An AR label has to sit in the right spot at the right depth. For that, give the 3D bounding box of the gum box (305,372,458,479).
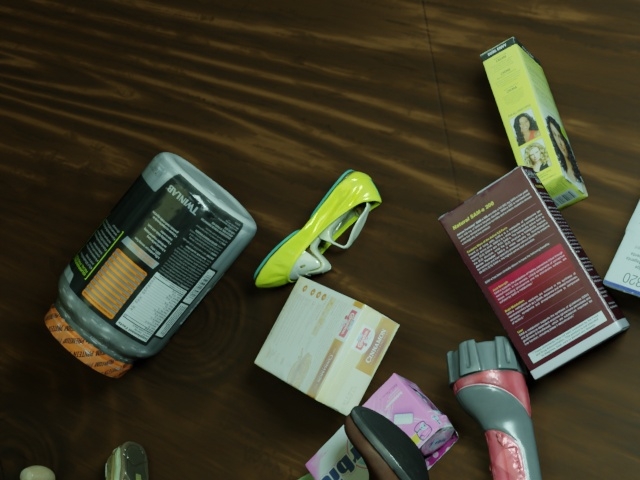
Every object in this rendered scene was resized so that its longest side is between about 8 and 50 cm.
[{"bbox_3d":[0.084,0.275,1.821,0.188,0.062,0.107,-47,52,9],"label":"gum box"}]

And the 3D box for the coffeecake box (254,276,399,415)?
[{"bbox_3d":[0.006,0.143,1.891,0.185,0.068,0.142,22,82,59],"label":"coffeecake box"}]

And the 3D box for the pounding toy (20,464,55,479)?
[{"bbox_3d":[-0.455,0.458,2.053,0.155,0.154,0.269,-15,63,29],"label":"pounding toy"}]

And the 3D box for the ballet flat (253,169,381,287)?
[{"bbox_3d":[0.000,0.000,1.994,0.231,0.077,0.077,-48,69,6],"label":"ballet flat"}]

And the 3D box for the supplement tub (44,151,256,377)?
[{"bbox_3d":[-0.260,0.041,2.073,0.316,0.193,0.193,-50,52,6],"label":"supplement tub"}]

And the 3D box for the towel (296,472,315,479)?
[{"bbox_3d":[-0.045,0.399,1.888,0.152,0.023,0.113,-33,58,16],"label":"towel"}]

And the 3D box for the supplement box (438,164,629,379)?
[{"bbox_3d":[0.268,0.039,1.737,0.130,0.073,0.239,-33,79,18],"label":"supplement box"}]

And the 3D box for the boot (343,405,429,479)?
[{"bbox_3d":[0.033,0.381,1.754,0.280,0.096,0.264,-37,92,18],"label":"boot"}]

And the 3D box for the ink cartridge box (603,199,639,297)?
[{"bbox_3d":[0.539,-0.043,1.624,0.324,0.071,0.330,22,86,46],"label":"ink cartridge box"}]

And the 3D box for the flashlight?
[{"bbox_3d":[0.223,0.274,1.702,0.103,0.103,0.304,-18,61,26],"label":"flashlight"}]

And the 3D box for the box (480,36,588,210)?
[{"bbox_3d":[0.287,-0.156,1.854,0.058,0.087,0.232,-29,58,23],"label":"box"}]

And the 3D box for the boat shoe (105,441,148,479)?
[{"bbox_3d":[-0.291,0.396,2.033,0.072,0.068,0.190,-32,45,34],"label":"boat shoe"}]
